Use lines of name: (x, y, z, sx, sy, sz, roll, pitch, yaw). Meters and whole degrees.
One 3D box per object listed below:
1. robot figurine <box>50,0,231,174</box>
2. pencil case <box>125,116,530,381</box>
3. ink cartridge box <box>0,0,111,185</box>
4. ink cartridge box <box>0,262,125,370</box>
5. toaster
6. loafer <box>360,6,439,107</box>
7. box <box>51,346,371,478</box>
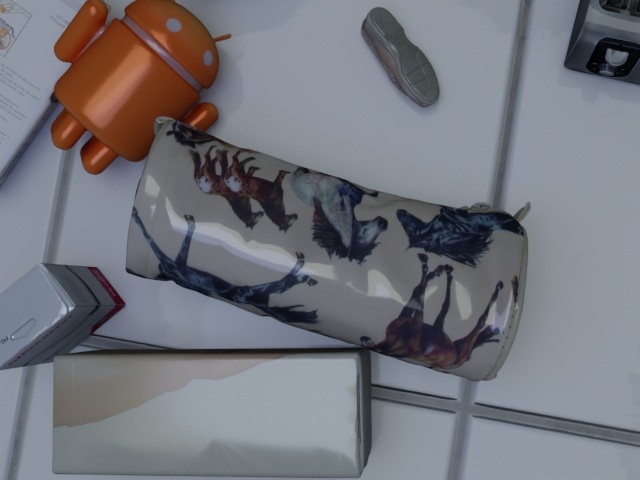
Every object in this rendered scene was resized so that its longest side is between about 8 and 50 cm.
robot figurine: (-0.202, -0.176, 0.957, 0.158, 0.128, 0.219, 44, 91, 13)
pencil case: (0.000, 0.000, 0.879, 0.410, 0.160, 0.184, 17, 60, 2)
ink cartridge box: (-0.426, -0.238, 0.979, 0.296, 0.066, 0.261, 35, 92, -11)
ink cartridge box: (-0.293, 0.081, 0.939, 0.109, 0.150, 0.063, -38, 82, 3)
toaster: (0.359, -0.253, 0.896, 0.168, 0.110, 0.186, 15, 88, 8)
loafer: (0.088, -0.199, 0.970, 0.045, 0.039, 0.125, -29, 84, -29)
box: (-0.105, 0.175, 0.911, 0.311, 0.148, 0.121, -1, 85, 6)
